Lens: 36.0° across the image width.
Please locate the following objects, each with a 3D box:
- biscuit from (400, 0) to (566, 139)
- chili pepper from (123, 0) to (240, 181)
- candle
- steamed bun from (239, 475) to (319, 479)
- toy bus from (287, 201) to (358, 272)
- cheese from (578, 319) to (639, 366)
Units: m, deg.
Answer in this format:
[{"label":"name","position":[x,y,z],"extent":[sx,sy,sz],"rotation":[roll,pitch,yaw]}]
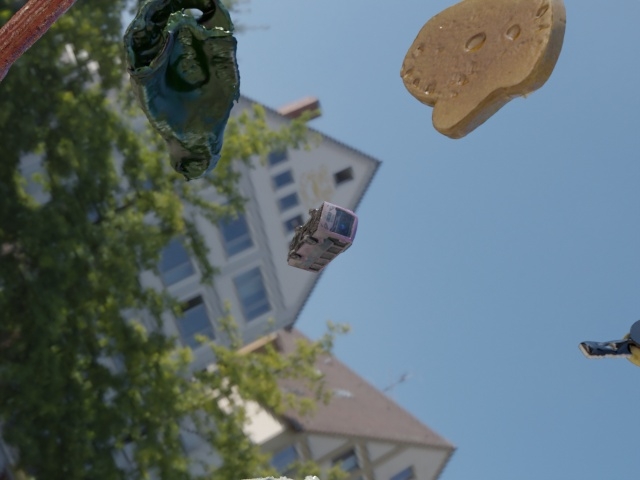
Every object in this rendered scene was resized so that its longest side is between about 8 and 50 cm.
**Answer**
[{"label":"biscuit","position":[0.286,-0.316,1.785],"extent":[0.057,0.287,0.343],"rotation":[29,-20,-39]},{"label":"chili pepper","position":[-0.129,-0.133,0.904],"extent":[0.062,0.108,0.216],"rotation":[43,-28,33]},{"label":"candle","position":[-0.420,-0.261,1.325],"extent":[0.048,0.329,0.051],"rotation":[50,18,-8]},{"label":"steamed bun","position":[-0.050,0.474,1.320],"extent":[0.233,0.333,0.312],"rotation":[-31,-117,33]},{"label":"toy bus","position":[0.000,0.000,1.039],"extent":[0.130,0.052,0.037],"rotation":[135,-28,-66]},{"label":"cheese","position":[0.402,0.137,1.244],"extent":[0.086,0.162,0.036],"rotation":[-112,-150,-48]}]
